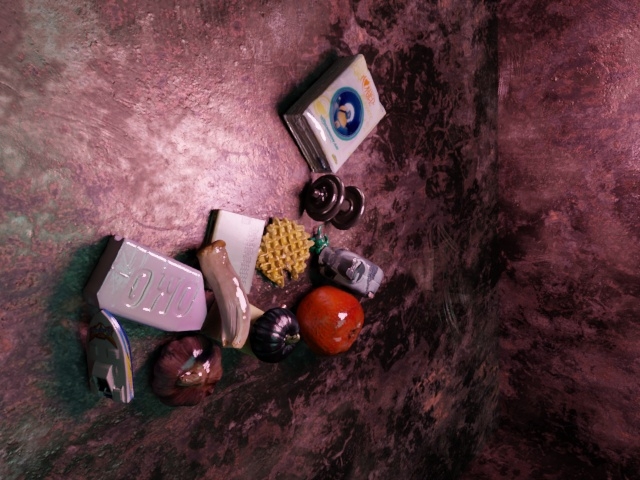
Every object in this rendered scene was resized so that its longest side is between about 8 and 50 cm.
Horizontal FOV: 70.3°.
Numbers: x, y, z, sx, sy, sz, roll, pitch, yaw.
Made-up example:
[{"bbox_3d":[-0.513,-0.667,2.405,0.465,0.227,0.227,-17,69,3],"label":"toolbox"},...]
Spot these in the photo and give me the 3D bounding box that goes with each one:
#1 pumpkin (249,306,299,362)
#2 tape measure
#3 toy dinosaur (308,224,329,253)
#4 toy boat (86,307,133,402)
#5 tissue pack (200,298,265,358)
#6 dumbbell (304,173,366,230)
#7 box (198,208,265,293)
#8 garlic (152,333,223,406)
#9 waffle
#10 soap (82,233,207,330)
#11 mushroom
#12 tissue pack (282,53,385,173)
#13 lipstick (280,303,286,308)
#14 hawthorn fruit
[{"bbox_3d":[-0.152,0.320,1.535,0.194,0.150,0.194,-22,137,-22],"label":"pumpkin"},{"bbox_3d":[0.117,0.131,1.860,0.275,0.256,0.147,33,82,-42],"label":"tape measure"},{"bbox_3d":[0.000,0.000,1.868,0.096,0.059,0.132,-31,127,-47],"label":"toy dinosaur"},{"bbox_3d":[-0.586,0.315,1.253,0.088,0.129,0.295,-55,154,-64],"label":"toy boat"},{"bbox_3d":[-0.275,0.301,1.593,0.234,0.125,0.159,40,68,-42],"label":"tissue pack"},{"bbox_3d":[0.060,-0.148,1.799,0.290,0.192,0.192,19,84,-47],"label":"dumbbell"},{"bbox_3d":[-0.302,0.041,1.567,0.211,0.045,0.270,13,88,-38],"label":"box"},{"bbox_3d":[-0.412,0.421,1.455,0.245,0.160,0.245,-10,104,-45],"label":"garlic"},{"bbox_3d":[-0.135,0.041,1.736,0.261,0.056,0.250,37,70,-39],"label":"waffle"},{"bbox_3d":[-0.494,0.147,1.356,0.347,0.115,0.208,35,74,-43],"label":"soap"},{"bbox_3d":[-0.300,0.170,1.443,0.122,0.095,0.351,-13,82,-36],"label":"mushroom"},{"bbox_3d":[0.064,-0.489,1.762,0.388,0.162,0.287,-52,132,-25],"label":"tissue pack"},{"bbox_3d":[-0.169,0.286,1.772,0.094,0.019,0.019,-46,126,-30],"label":"lipstick"},{"bbox_3d":[0.035,0.306,1.821,0.275,0.300,0.275,-23,145,-18],"label":"hawthorn fruit"}]
